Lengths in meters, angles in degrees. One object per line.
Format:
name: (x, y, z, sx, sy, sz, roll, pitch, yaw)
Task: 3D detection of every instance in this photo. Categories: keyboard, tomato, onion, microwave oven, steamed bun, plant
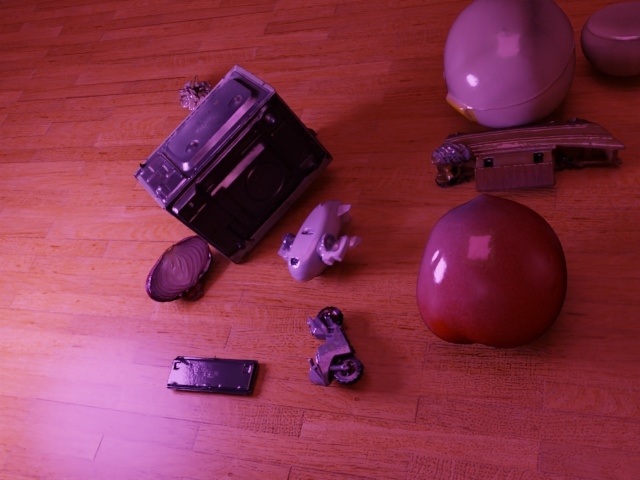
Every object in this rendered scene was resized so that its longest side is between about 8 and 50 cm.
keyboard: (-0.260, 0.321, 1.607, 0.230, 0.025, 0.093, 0, 58, 21)
tomato: (0.343, 0.061, 1.371, 0.322, 0.321, 0.321, -10, 53, 14)
onion: (-0.376, 0.085, 1.779, 0.206, 0.151, 0.098, -41, 17, -23)
microwave oven: (-0.212, -0.186, 1.742, 0.394, 0.333, 0.247, -48, 48, -1)
steamed bun: (0.788, -0.503, 1.712, 0.232, 0.145, 0.231, -10, 39, 9)
steamed bun: (0.476, -0.459, 1.698, 0.334, 0.334, 0.373, -3, 52, 19)
plant: (-0.413, -0.488, 2.190, 0.117, 0.122, 0.104, -17, 63, 1)

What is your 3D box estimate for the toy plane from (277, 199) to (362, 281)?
toy plane: (0.000, 0.000, 1.684, 0.245, 0.117, 0.244, -24, 43, 25)

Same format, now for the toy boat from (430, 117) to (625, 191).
toy boat: (0.492, -0.200, 1.623, 0.446, 0.136, 0.162, -5, 59, 17)

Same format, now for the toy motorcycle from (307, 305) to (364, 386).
toy motorcycle: (0.019, 0.249, 1.521, 0.123, 0.080, 0.215, -23, 46, 1)

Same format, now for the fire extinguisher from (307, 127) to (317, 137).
fire extinguisher: (-0.053, -0.253, 1.925, 0.064, 0.043, 0.158, 4, 58, 22)
